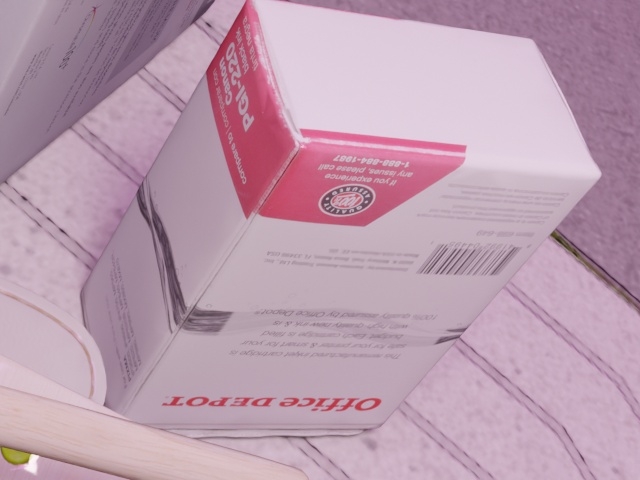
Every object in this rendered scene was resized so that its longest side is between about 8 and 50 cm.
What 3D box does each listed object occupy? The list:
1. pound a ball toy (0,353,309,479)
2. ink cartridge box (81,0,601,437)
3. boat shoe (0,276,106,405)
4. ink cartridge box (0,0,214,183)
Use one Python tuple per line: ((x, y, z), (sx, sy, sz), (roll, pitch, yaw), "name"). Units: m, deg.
((-0.086, 0.128, 0.526), (0.319, 0.208, 0.136), (30, 71, -23), "pound a ball toy")
((0.000, 0.000, 0.723), (0.158, 0.218, 0.092), (4, 50, -30), "ink cartridge box")
((-0.217, 0.065, 0.634), (0.254, 0.079, 0.095), (-2, 60, -30), "boat shoe")
((-0.106, -0.191, 0.739), (0.130, 0.309, 0.272), (41, 44, 1), "ink cartridge box")
